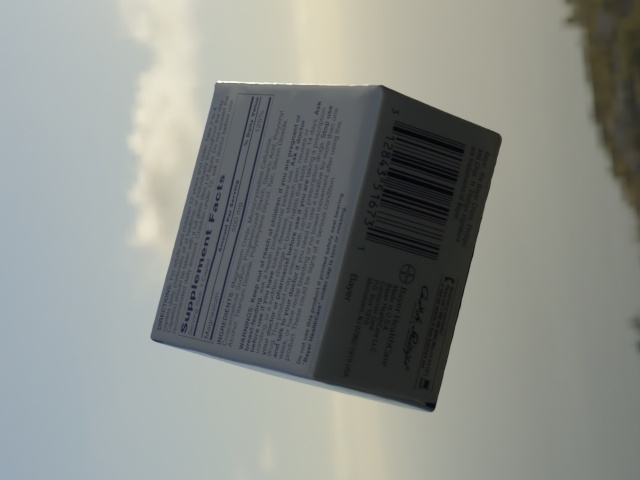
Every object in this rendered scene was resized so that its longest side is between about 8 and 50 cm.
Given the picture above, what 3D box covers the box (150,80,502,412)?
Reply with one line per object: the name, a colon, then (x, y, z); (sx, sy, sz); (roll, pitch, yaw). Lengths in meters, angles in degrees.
box: (0.000, 0.000, 0.874); (0.137, 0.072, 0.126); (9, 83, 56)
